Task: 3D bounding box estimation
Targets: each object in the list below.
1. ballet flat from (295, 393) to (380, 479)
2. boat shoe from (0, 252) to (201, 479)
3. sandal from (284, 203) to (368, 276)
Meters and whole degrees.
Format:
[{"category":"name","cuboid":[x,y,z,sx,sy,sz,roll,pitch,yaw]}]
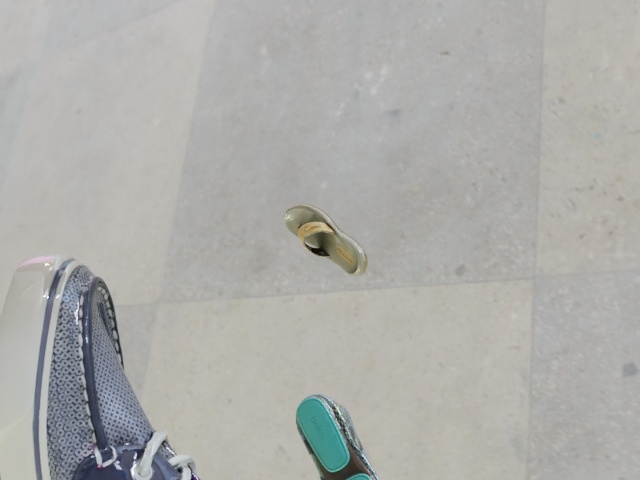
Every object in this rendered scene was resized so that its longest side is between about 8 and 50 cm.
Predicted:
[{"category":"ballet flat","cuboid":[0.033,0.249,0.795,0.070,0.070,0.188,-34,63,25]},{"category":"boat shoe","cuboid":[-0.102,0.171,0.482,0.158,0.127,0.341,-7,86,2]},{"category":"sandal","cuboid":[0.000,0.000,1.213,0.180,0.049,0.072,39,134,30]}]
